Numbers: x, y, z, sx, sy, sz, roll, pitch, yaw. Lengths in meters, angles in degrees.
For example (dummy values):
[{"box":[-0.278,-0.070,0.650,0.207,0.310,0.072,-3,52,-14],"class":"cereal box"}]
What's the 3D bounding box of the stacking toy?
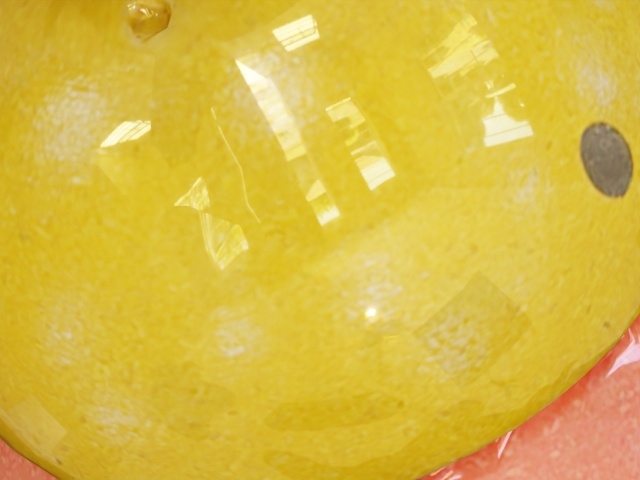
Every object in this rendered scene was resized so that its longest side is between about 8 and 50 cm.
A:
[{"box":[0.000,0.000,0.486,0.350,0.480,0.351,-10,-129,13],"class":"stacking toy"}]
